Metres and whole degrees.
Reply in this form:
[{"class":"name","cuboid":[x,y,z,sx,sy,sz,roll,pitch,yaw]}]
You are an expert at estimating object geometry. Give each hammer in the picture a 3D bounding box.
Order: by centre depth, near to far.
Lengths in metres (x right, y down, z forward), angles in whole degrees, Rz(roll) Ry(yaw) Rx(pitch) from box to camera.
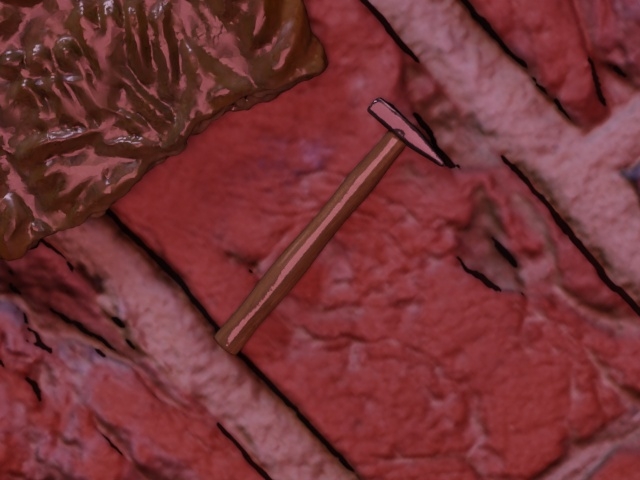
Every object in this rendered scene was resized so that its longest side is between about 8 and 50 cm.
[{"class":"hammer","cuboid":[0.000,0.000,1.193,0.062,0.013,0.199,39,103,-3]}]

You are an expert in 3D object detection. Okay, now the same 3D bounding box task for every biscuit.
[{"class":"biscuit","cuboid":[-0.151,-0.116,1.171,0.273,0.036,0.187,-34,97,12]}]
